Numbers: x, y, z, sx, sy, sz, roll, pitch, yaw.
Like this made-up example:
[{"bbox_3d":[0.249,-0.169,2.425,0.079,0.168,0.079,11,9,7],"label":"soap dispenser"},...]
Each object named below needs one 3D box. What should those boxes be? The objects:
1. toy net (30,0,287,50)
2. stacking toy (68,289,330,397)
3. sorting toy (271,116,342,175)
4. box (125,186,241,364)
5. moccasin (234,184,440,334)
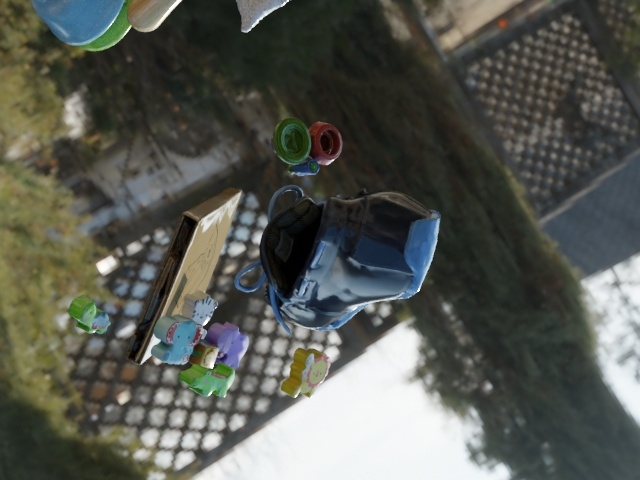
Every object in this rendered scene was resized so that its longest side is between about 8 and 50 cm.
[{"bbox_3d":[-0.062,-0.153,0.590,0.232,0.122,0.045,10,179,41],"label":"toy net"},{"bbox_3d":[-0.113,0.095,1.186,0.221,0.167,0.052,12,99,-58],"label":"stacking toy"},{"bbox_3d":[-0.023,-0.102,1.367,0.102,0.061,0.042,0,177,-42],"label":"sorting toy"},{"bbox_3d":[-0.140,0.031,1.311,0.201,0.021,0.164,-44,158,-76],"label":"box"},{"bbox_3d":[0.000,0.000,1.157,0.342,0.117,0.137,145,-39,-66],"label":"moccasin"}]
